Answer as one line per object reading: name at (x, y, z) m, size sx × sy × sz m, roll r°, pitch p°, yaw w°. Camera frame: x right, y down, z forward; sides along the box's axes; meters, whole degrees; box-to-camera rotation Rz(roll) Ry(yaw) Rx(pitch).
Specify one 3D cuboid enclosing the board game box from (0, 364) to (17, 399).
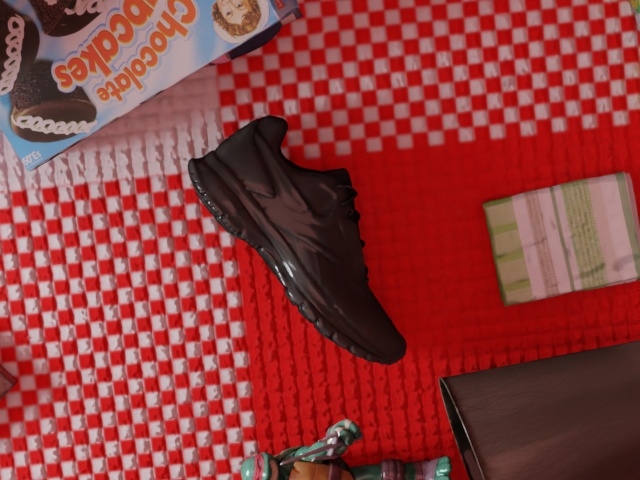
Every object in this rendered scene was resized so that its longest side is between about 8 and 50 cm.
board game box at (-0.456, 0.097, 1.780) m, size 0.281 × 0.027 × 0.145 m, roll 44°, pitch 93°, yaw -6°

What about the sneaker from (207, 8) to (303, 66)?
sneaker at (-0.157, -0.309, 1.695) m, size 0.131 × 0.112 × 0.319 m, roll -36°, pitch 96°, yaw 5°

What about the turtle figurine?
turtle figurine at (0.007, 0.250, 1.771) m, size 0.234 × 0.118 × 0.175 m, roll 12°, pitch 105°, yaw -17°

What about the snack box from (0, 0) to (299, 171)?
snack box at (-0.198, -0.218, 1.668) m, size 0.322 × 0.060 × 0.187 m, roll -28°, pitch 98°, yaw 27°

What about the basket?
basket at (0.257, 0.193, 1.758) m, size 0.227 × 0.154 × 0.204 m, roll -19°, pitch 93°, yaw -3°

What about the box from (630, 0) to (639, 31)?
box at (0.367, -0.227, 1.758) m, size 0.105 × 0.043 × 0.179 m, roll -19°, pitch 96°, yaw 0°

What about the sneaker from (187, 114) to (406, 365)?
sneaker at (0.000, 0.000, 1.747) m, size 0.130 × 0.109 × 0.286 m, roll -41°, pitch 99°, yaw -3°

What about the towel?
towel at (0.247, -0.002, 1.796) m, size 0.152 × 0.023 × 0.113 m, roll -12°, pitch 95°, yaw 2°
